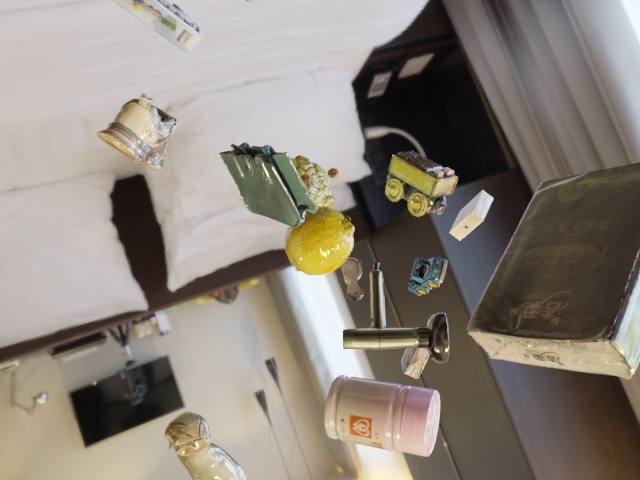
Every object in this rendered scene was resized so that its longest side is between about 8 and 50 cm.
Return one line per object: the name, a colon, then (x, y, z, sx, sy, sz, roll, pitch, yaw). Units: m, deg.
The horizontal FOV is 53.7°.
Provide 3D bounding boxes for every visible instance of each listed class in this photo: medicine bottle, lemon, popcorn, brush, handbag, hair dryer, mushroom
medicine bottle: (0.189, 0.530, 1.925, 0.316, 0.202, 0.202, 4, -176, 23)
lemon: (0.000, 0.000, 1.618, 0.206, 0.173, 0.173, -29, 170, 25)
popcorn: (-0.074, -0.139, 1.866, 0.181, 0.235, 0.216, -40, -167, 37)
brush: (0.109, 0.141, 2.138, 0.072, 0.067, 0.313, 3, -158, -3)
handbag: (-0.115, -0.124, 1.322, 0.062, 0.179, 0.229, -42, -147, -21)
hair dryer: (0.238, 0.211, 1.925, 0.321, 0.283, 0.156, 7, 172, 5)
mushroom: (-0.208, 0.382, 1.118, 0.092, 0.223, 0.081, 20, -127, 41)

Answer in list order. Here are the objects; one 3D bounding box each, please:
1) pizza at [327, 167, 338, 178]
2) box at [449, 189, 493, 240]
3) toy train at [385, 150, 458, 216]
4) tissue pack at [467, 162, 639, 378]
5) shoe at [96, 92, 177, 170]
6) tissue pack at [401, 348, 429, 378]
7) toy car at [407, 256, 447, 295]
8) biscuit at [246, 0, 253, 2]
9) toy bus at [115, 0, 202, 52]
pizza: (0.040, -0.225, 2.098, 0.016, 0.037, 0.083, 20, -171, -25)
box: (0.503, -0.083, 2.106, 0.130, 0.051, 0.129, -53, -178, -42)
toy train: (0.336, -0.193, 2.155, 0.134, 0.261, 0.177, -12, 127, -42)
tissue pack: (0.471, 0.044, 1.140, 0.288, 0.124, 0.394, -6, -135, 55)
shoe: (-0.269, -0.168, 0.957, 0.092, 0.089, 0.180, -58, 180, 1)
tissue pack: (0.326, 0.396, 2.171, 0.065, 0.115, 0.155, 24, -175, 4)
toy car: (0.365, 0.121, 2.237, 0.100, 0.097, 0.191, 24, 152, -10)
biscuit: (-0.255, -0.592, 1.226, 0.309, 0.186, 0.079, 7, -157, -30)
toy bus: (-0.499, -0.693, 1.911, 0.109, 0.136, 0.330, -48, 143, 12)
